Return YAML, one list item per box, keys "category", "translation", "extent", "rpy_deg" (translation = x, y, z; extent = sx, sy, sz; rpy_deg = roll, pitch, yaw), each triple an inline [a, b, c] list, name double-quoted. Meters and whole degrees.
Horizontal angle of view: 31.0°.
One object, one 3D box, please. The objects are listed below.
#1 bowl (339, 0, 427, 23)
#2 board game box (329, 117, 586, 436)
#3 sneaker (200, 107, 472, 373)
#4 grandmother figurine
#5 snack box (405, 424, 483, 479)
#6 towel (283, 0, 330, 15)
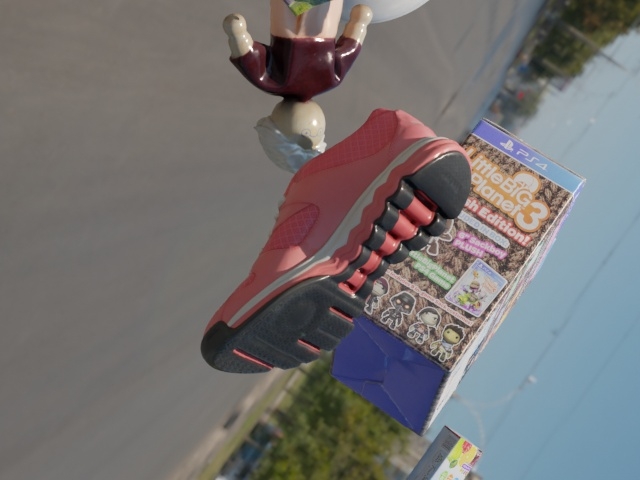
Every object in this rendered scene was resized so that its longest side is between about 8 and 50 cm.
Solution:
- category: "bowl"
  translation: [0.057, -0.404, 1.492]
  extent: [0.298, 0.297, 0.134]
  rpy_deg: [-56, -163, 24]
- category: "board game box"
  translation: [0.154, 0.047, 1.355]
  extent: [0.291, 0.141, 0.232]
  rpy_deg: [-51, 166, -24]
- category: "sneaker"
  translation: [0.001, 0.000, 1.114]
  extent: [0.314, 0.136, 0.116]
  rpy_deg: [-43, 139, 4]
- category: "grandmother figurine"
  translation: [-0.022, -0.245, 1.382]
  extent: [0.104, 0.207, 0.343]
  rpy_deg: [-138, -132, -58]
- category: "snack box"
  translation: [0.173, 0.350, 1.711]
  extent: [0.141, 0.037, 0.100]
  rpy_deg: [-53, 144, -2]
- category: "towel"
  translation: [-0.023, -0.279, 1.266]
  extent: [0.083, 0.060, 0.009]
  rpy_deg: [43, 38, -52]
